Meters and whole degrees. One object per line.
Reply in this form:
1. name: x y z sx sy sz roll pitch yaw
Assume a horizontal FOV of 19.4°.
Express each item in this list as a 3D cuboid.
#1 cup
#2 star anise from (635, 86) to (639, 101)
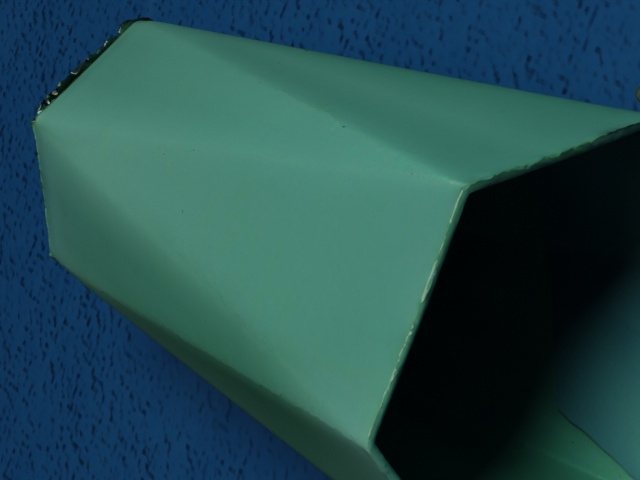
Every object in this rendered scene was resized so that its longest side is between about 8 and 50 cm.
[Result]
1. cup: 0.000 0.000 0.625 0.134 0.148 0.235 -45 41 -18
2. star anise: 0.166 0.009 0.480 0.181 0.061 0.204 57 139 7
